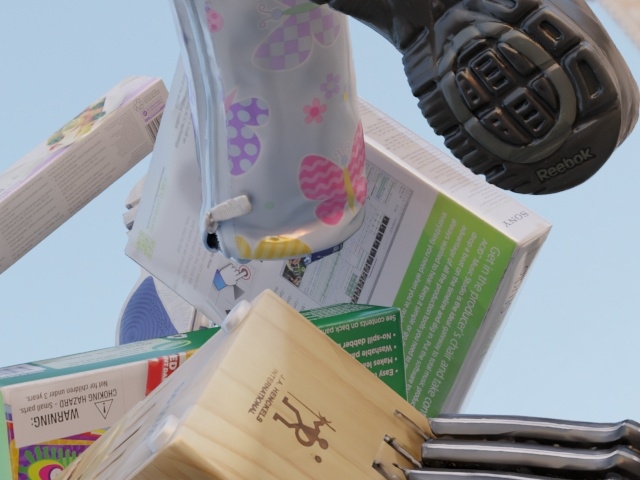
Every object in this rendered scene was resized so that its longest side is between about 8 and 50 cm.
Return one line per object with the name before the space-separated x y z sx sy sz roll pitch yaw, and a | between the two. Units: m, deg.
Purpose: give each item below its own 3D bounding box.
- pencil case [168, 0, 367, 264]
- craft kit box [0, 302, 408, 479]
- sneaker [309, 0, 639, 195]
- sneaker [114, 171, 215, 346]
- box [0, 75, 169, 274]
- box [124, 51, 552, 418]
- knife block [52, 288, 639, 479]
pencil case | -0.041 -0.119 0.987 0.124 0.113 0.273 -20 -57 -23
craft kit box | -0.055 0.171 0.781 0.250 0.061 0.246 -10 -80 -39
sneaker | 0.060 -0.144 0.791 0.109 0.286 0.130 -41 -11 27
sneaker | -0.142 0.065 1.832 0.127 0.315 0.182 -27 -47 25
box | -0.274 -0.056 1.517 0.324 0.063 0.067 -44 -58 -30
box | 0.000 0.000 1.162 0.058 0.322 0.232 -26 -35 -47
knife block | 0.018 0.148 0.557 0.242 0.088 0.276 42 -50 -8
